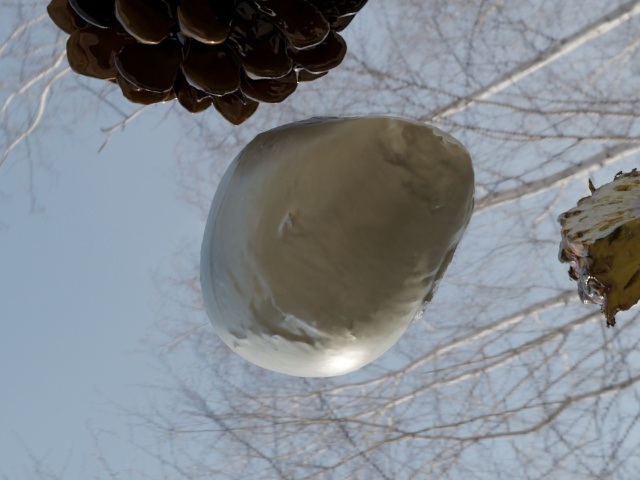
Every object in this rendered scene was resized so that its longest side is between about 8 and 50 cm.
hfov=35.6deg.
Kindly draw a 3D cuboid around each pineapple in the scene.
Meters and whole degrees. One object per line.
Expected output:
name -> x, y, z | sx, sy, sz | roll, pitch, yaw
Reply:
pineapple -> 0.287, -0.012, 0.895 | 0.233, 0.135, 0.079 | -26, -69, -23

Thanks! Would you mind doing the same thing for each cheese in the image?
cheese -> 0.000, 0.000, 0.678 | 0.154, 0.198, 0.189 | 20, -93, -22

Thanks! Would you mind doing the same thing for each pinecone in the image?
pinecone -> -0.076, -0.212, 0.768 | 0.264, 0.264, 0.264 | 6, -105, -25
